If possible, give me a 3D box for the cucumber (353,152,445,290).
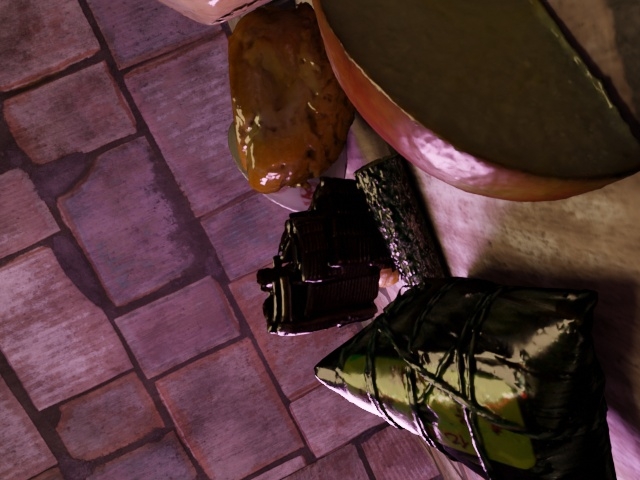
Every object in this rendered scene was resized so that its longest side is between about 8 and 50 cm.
[{"bbox_3d":[0.167,0.017,0.892,0.096,0.096,0.360,-133,18,-74],"label":"cucumber"}]

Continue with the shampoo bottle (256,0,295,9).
[{"bbox_3d":[-0.107,-0.539,1.147,0.079,0.080,0.246,63,174,13],"label":"shampoo bottle"}]

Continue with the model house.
[{"bbox_3d":[0.000,0.000,0.999,0.297,0.317,0.283,35,123,53],"label":"model house"}]

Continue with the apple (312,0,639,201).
[{"bbox_3d":[0.113,-0.164,0.428,0.179,0.254,0.346,-40,72,41],"label":"apple"}]

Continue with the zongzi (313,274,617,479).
[{"bbox_3d":[0.227,0.213,0.598,0.383,0.319,0.362,-6,108,66],"label":"zongzi"}]

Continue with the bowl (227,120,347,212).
[{"bbox_3d":[-0.045,-0.246,1.175,0.157,0.337,0.337,-44,64,41],"label":"bowl"}]

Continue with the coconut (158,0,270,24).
[{"bbox_3d":[-0.150,-0.483,0.616,0.352,0.352,0.353,155,90,-85],"label":"coconut"}]

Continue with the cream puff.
[{"bbox_3d":[-0.049,-0.258,0.889,0.327,0.231,0.343,99,165,-56],"label":"cream puff"}]

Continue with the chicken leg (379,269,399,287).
[{"bbox_3d":[0.156,0.008,1.107,0.085,0.101,0.208,-146,52,-74],"label":"chicken leg"}]
